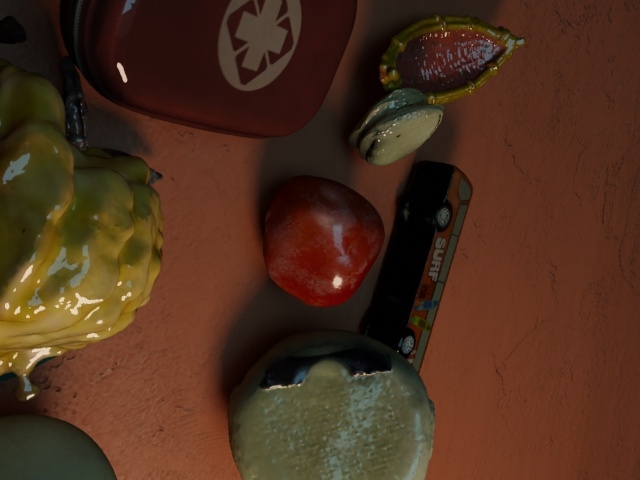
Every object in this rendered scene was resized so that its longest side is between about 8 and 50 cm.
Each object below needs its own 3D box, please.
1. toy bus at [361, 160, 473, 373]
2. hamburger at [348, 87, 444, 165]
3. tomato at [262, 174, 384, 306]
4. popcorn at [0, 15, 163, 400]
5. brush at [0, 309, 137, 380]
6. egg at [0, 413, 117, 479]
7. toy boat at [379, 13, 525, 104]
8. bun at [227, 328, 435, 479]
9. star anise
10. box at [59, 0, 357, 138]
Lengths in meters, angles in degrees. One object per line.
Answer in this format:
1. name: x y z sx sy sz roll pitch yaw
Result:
1. toy bus: 0.147 0.074 1.147 0.092 0.093 0.409 17 90 -45
2. hamburger: 0.113 -0.166 1.050 0.133 0.140 0.062 -10 61 -36
3. tomato: 0.000 0.000 0.988 0.187 0.151 0.187 -8 106 -30
4. popcorn: -0.321 -0.044 0.638 0.348 0.349 0.382 -1 75 -36
5. brush: -0.307 0.117 0.854 0.193 0.032 0.043 -30 116 -30
6. egg: -0.353 0.368 0.717 0.276 0.276 0.389 32 77 -36
7. toy boat: 0.191 -0.284 1.105 0.317 0.099 0.141 -21 115 -35
8. bun: 0.014 0.274 1.026 0.293 0.187 0.293 0 82 -1
9. star anise: -0.289 -0.084 0.808 0.172 0.063 0.208 -43 122 -18
10. box: -0.102 -0.252 0.797 0.404 0.108 0.263 0 116 -58
